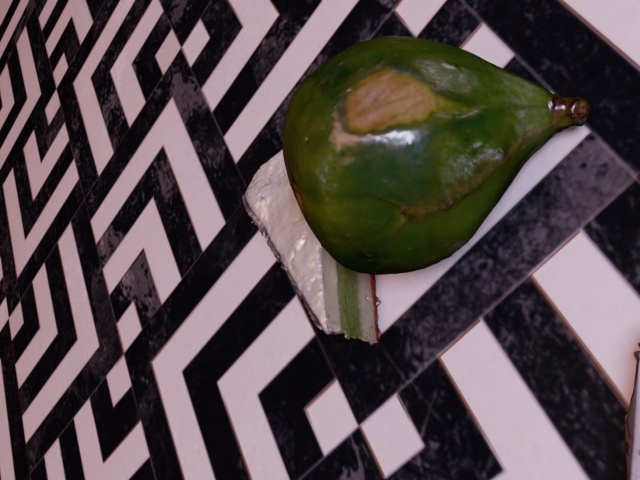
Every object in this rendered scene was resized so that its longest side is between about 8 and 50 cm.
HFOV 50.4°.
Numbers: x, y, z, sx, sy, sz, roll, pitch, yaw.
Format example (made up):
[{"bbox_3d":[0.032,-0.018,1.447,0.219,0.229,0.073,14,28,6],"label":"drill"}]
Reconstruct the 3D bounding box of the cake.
[{"bbox_3d":[-0.014,0.004,0.689,0.117,0.086,0.220,-23,63,40],"label":"cake"}]

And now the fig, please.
[{"bbox_3d":[0.090,-0.076,0.565,0.245,0.195,0.195,-12,66,5],"label":"fig"}]

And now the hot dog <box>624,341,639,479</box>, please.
[{"bbox_3d":[0.236,0.130,0.421,0.099,0.053,0.192,-7,71,44],"label":"hot dog"}]
